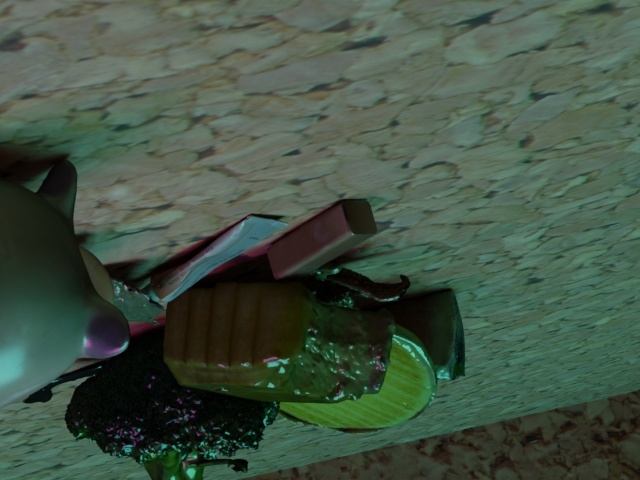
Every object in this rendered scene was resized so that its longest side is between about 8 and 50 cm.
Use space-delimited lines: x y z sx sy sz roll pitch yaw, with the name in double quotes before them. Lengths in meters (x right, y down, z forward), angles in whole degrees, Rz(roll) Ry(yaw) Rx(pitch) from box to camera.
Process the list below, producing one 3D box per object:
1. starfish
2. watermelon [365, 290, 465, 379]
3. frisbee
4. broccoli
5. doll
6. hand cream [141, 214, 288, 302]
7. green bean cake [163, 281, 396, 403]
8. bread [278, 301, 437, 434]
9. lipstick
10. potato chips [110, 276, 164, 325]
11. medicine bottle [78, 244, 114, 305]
"starfish" 0.005 0.055 1.891 0.238 0.057 0.213 0 166 20
"watermelon" 0.095 0.161 2.269 0.257 0.140 0.193 -6 170 3
"frisbee" -0.402 0.218 2.159 0.211 0.012 0.187 -12 166 -16
"broccoli" -0.187 0.263 2.020 0.297 0.297 0.297 -9 -165 2
"doll" -0.371 0.060 1.211 0.370 0.215 0.226 -4 146 -31
"hand cream" -0.133 0.023 1.672 0.216 0.038 0.052 -32 -177 33
"green bean cake" -0.051 0.131 1.834 0.233 0.124 0.236 -5 165 37
"bread" 0.024 0.190 2.154 0.301 0.045 0.301 7 138 6
"lipstick" 0.000 0.000 1.689 0.045 0.045 0.145 0 158 -42
"potato chips" -0.273 0.093 1.725 0.167 0.059 0.228 -8 164 -14
"medicine bottle" -0.317 0.091 1.569 0.114 0.114 0.252 -5 163 -35
